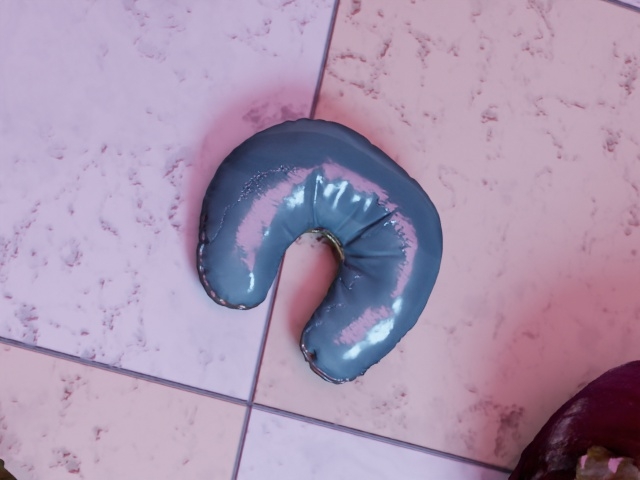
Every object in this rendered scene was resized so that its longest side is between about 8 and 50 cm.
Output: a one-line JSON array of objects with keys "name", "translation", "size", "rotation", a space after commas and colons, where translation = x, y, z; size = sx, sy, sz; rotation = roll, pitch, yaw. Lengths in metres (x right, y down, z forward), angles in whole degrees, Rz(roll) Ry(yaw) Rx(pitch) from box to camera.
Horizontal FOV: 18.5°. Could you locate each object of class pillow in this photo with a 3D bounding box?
[{"name": "pillow", "translation": [0.000, 0.000, 1.829], "size": [0.233, 0.086, 0.214], "rotation": [34, 76, -9]}]

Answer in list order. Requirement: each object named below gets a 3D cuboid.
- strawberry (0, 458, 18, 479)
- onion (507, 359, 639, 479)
[{"name": "strawberry", "translation": [-0.348, 0.296, 1.646], "size": [0.233, 0.138, 0.306], "rotation": [37, 96, 10]}, {"name": "onion", "translation": [0.361, 0.253, 1.754], "size": [0.348, 0.385, 0.347], "rotation": [13, 64, -28]}]
